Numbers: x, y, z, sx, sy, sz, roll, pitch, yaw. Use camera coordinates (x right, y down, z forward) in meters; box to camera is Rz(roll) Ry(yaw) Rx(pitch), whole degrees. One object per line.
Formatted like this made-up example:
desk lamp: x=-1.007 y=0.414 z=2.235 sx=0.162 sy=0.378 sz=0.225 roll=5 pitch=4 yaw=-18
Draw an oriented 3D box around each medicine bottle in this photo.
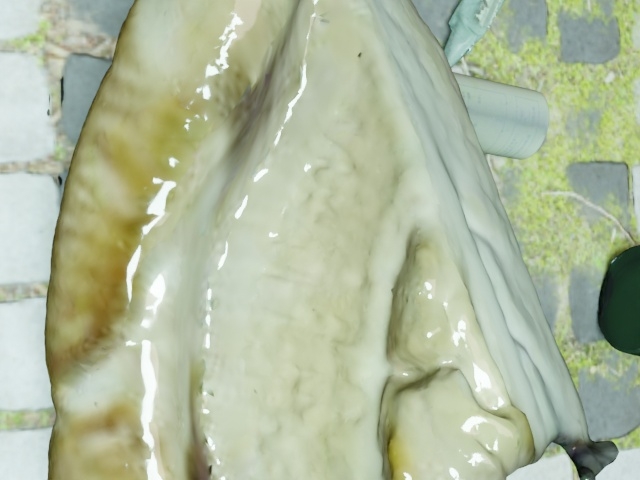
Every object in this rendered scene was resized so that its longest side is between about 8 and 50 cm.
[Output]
medicine bottle: x=0.065 y=-0.107 z=0.667 sx=0.231 sy=0.059 sz=0.059 roll=8 pitch=85 yaw=-23

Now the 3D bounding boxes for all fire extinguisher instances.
fire extinguisher: x=0.398 y=0.076 z=0.783 sx=0.311 sy=0.095 sz=0.114 roll=15 pitch=49 yaw=-20

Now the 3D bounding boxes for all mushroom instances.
mushroom: x=-0.041 y=-0.002 z=0.545 sx=0.224 sy=0.314 sz=0.397 roll=-4 pitch=75 yaw=-66

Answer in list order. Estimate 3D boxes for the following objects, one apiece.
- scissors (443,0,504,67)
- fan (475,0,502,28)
scissors: x=0.186 y=-0.291 z=0.741 sx=0.383 sy=0.029 sz=0.256 roll=-43 pitch=103 yaw=-17
fan: x=0.189 y=-0.308 z=0.721 sx=0.191 sy=0.009 sz=0.329 roll=27 pitch=74 yaw=-17
